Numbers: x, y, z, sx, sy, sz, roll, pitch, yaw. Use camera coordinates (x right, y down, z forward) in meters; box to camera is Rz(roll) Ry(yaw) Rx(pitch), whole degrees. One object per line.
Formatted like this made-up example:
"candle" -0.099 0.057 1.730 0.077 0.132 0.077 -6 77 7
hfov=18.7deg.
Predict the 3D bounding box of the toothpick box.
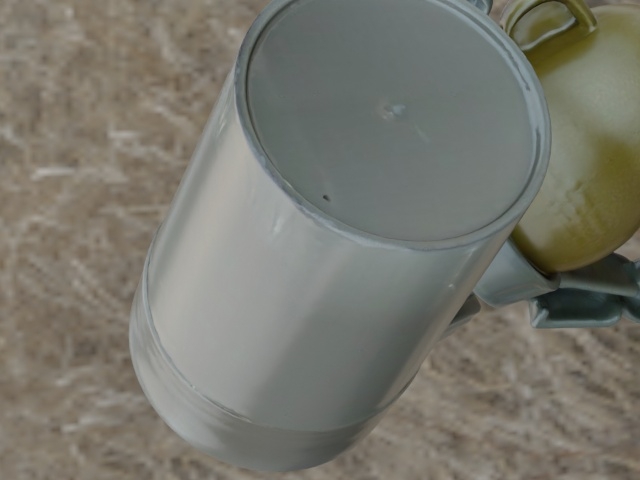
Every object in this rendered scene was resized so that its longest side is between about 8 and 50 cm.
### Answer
"toothpick box" 0.000 0.000 0.685 0.111 0.111 0.181 67 155 22

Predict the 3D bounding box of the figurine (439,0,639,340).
"figurine" 0.122 -0.044 1.236 0.285 0.342 0.167 -32 56 17
